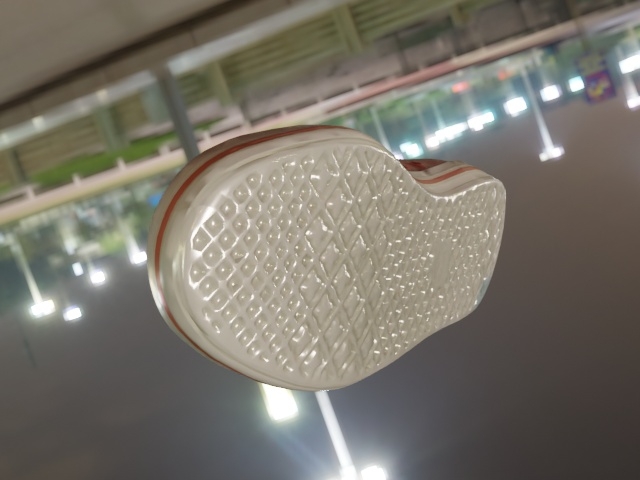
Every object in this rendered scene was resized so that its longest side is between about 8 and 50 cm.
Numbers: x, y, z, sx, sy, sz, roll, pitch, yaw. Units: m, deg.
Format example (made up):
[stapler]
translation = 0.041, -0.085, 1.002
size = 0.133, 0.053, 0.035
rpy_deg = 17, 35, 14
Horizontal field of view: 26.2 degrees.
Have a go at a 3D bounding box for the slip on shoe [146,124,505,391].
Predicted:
[slip on shoe]
translation = 0.000, 0.000, 0.682
size = 0.101, 0.123, 0.331
rpy_deg = 13, -172, 22
